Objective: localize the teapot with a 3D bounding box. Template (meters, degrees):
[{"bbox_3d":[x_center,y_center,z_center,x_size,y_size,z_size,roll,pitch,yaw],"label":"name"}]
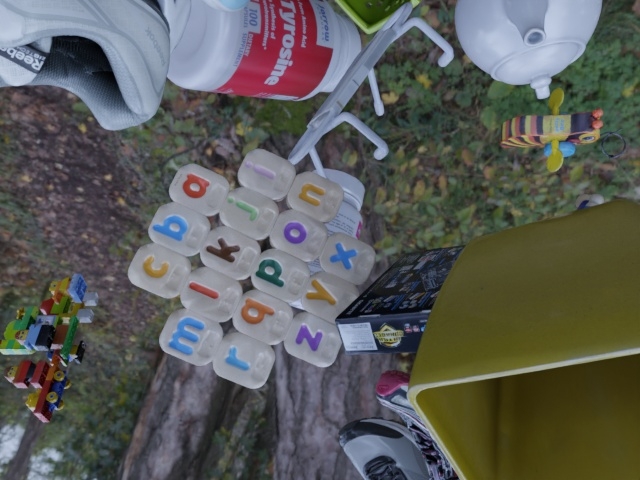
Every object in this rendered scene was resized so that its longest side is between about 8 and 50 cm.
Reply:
[{"bbox_3d":[0.358,-0.349,0.956,0.256,0.187,0.252,-8,174,-23],"label":"teapot"}]

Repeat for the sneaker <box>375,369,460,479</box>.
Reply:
[{"bbox_3d":[0.164,0.274,0.677,0.299,0.112,0.121,51,167,-16],"label":"sneaker"}]

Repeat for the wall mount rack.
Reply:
[{"bbox_3d":[0.072,-0.224,0.973,0.130,0.350,0.304,38,165,-13],"label":"wall mount rack"}]

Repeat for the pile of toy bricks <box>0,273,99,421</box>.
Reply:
[{"bbox_3d":[-0.404,0.138,0.795,0.105,0.212,0.118,-1,140,1],"label":"pile of toy bricks"}]

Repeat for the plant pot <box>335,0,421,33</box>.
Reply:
[{"bbox_3d":[0.141,-0.634,1.237,0.227,0.207,0.228,42,166,-20],"label":"plant pot"}]

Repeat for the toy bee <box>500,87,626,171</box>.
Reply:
[{"bbox_3d":[0.593,-0.276,1.339,0.298,0.195,0.162,-17,169,1],"label":"toy bee"}]

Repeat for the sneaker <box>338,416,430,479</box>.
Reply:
[{"bbox_3d":[0.131,0.374,0.850,0.100,0.108,0.271,-40,99,24],"label":"sneaker"}]

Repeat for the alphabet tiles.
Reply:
[{"bbox_3d":[-0.082,0.031,0.713,0.278,0.284,0.021,24,168,-4],"label":"alphabet tiles"}]

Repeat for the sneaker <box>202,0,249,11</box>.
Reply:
[{"bbox_3d":[-0.107,-0.449,0.700,0.150,0.135,0.366,36,148,26],"label":"sneaker"}]

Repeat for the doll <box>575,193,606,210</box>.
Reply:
[{"bbox_3d":[0.304,-0.003,0.679,0.046,0.189,0.129,35,128,15],"label":"doll"}]

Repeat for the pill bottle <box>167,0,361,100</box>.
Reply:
[{"bbox_3d":[-0.107,-0.404,1.134,0.229,0.229,0.408,-5,-177,42],"label":"pill bottle"}]

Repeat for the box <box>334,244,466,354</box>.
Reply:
[{"bbox_3d":[0.145,0.064,0.696,0.175,0.051,0.220,-10,-166,34],"label":"box"}]

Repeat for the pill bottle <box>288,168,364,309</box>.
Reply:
[{"bbox_3d":[0.000,0.000,1.209,0.160,0.283,0.160,14,160,5],"label":"pill bottle"}]

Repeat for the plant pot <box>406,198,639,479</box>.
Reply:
[{"bbox_3d":[0.210,0.089,0.450,0.212,0.187,0.212,-17,124,25],"label":"plant pot"}]

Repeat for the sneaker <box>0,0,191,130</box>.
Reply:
[{"bbox_3d":[-0.200,-0.160,0.309,0.110,0.118,0.292,-13,156,39],"label":"sneaker"}]
